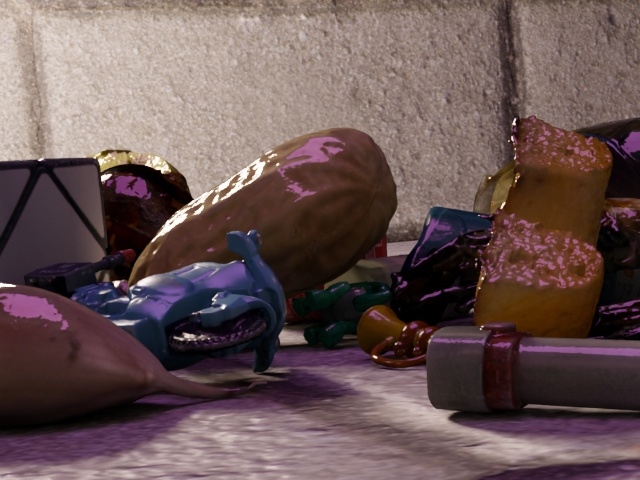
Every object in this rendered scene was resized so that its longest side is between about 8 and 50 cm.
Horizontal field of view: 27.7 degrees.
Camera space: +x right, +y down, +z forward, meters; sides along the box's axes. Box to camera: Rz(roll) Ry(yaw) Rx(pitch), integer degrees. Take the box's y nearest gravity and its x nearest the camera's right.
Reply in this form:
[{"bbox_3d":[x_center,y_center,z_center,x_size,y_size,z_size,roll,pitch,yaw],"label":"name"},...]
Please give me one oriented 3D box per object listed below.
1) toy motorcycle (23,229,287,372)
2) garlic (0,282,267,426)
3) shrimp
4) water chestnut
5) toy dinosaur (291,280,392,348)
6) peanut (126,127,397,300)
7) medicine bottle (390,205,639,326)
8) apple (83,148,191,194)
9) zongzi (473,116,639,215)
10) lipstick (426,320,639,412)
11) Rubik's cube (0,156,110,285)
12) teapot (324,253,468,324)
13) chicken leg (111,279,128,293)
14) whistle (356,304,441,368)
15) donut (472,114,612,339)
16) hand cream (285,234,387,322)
[{"bbox_3d":[-0.139,0.063,1.108,0.272,0.124,0.182,-3,13,31],"label":"toy motorcycle"},{"bbox_3d":[-0.187,0.093,0.949,0.266,0.129,0.148,7,18,19],"label":"garlic"},{"bbox_3d":[0.251,0.033,1.182,0.364,0.071,0.233,-10,27,-11],"label":"shrimp"},{"bbox_3d":[-0.251,0.020,1.763,0.223,0.238,0.224,11,-34,7],"label":"water chestnut"},{"bbox_3d":[0.032,0.060,1.260,0.096,0.059,0.132,-23,4,-28],"label":"toy dinosaur"},{"bbox_3d":[-0.063,0.005,1.302,0.313,0.152,0.152,-30,4,-3],"label":"peanut"},{"bbox_3d":[0.202,0.035,1.312,0.258,0.124,0.079,7,-37,-1],"label":"medicine bottle"},{"bbox_3d":[-0.343,-0.021,2.140,0.279,0.279,0.279,-5,2,0],"label":"apple"},{"bbox_3d":[0.272,-0.016,1.693,0.432,0.208,0.403,-22,7,-38],"label":"zongzi"},{"bbox_3d":[0.163,0.080,0.802,0.186,0.057,0.063,-1,3,27],"label":"lipstick"},{"bbox_3d":[-0.341,0.029,1.257,0.205,0.207,0.205,-5,1,25],"label":"Rubik's cube"},{"bbox_3d":[0.112,0.051,1.400,0.200,0.077,0.107,-6,7,-39],"label":"teapot"},{"bbox_3d":[-0.290,0.093,1.489,0.197,0.069,0.085,-11,26,-2],"label":"chicken leg"},{"bbox_3d":[0.070,0.084,1.099,0.057,0.046,0.109,11,0,-28],"label":"whistle"},{"bbox_3d":[0.176,0.021,1.066,0.101,0.152,0.259,9,37,8],"label":"donut"},{"bbox_3d":[0.000,0.000,1.503,0.125,0.193,0.193,-7,2,13],"label":"hand cream"}]
